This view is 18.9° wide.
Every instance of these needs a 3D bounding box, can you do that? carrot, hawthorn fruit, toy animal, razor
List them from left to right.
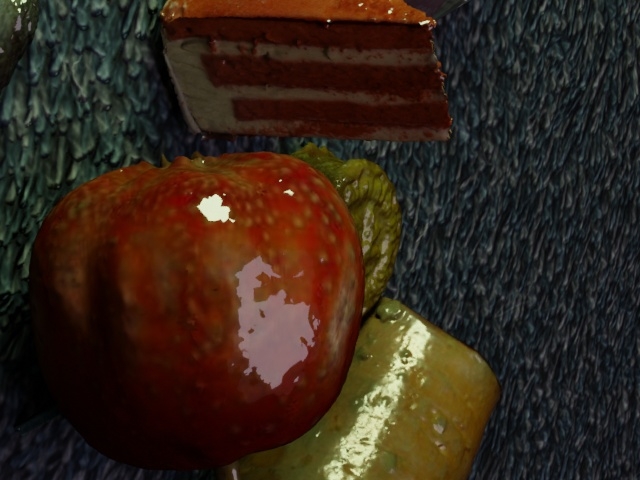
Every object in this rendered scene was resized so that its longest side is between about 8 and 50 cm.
[{"bbox_3d":[-0.261,-0.172,1.545,0.202,0.070,0.105,-63,154,-24],"label":"toy animal"},{"bbox_3d":[-0.202,0.175,1.765,0.066,0.033,0.190,-30,148,15],"label":"razor"},{"bbox_3d":[-0.096,0.088,1.624,0.287,0.287,0.330,-10,92,-52],"label":"hawthorn fruit"},{"bbox_3d":[0.037,0.239,1.948,0.340,0.224,0.224,-57,141,-23],"label":"carrot"}]

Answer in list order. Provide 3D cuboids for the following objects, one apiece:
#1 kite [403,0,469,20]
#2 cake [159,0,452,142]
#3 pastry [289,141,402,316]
[{"bbox_3d":[0.083,-0.307,1.891,0.360,0.204,0.022,15,47,-50],"label":"kite"},{"bbox_3d":[0.010,-0.184,1.747,0.159,0.262,0.158,-66,151,-43],"label":"cake"},{"bbox_3d":[0.000,0.000,1.911,0.189,0.103,0.188,-25,122,-48],"label":"pastry"}]
